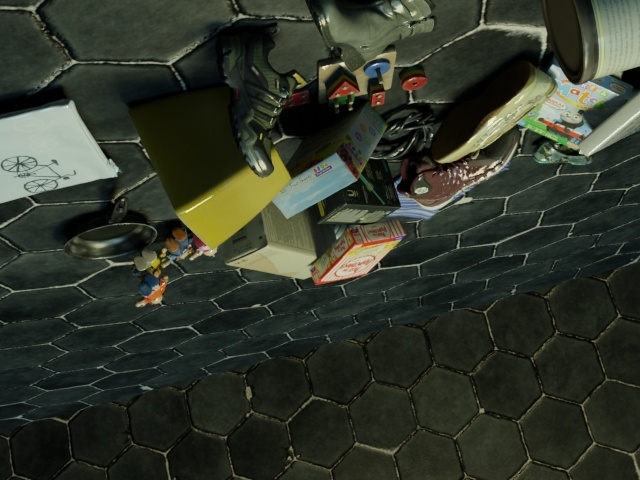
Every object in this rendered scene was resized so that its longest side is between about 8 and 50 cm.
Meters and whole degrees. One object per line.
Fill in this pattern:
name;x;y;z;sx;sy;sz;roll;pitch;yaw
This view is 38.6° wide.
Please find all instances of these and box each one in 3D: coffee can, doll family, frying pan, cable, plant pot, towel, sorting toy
coffee can;0.489;-0.364;1.352;0.276;0.201;0.201;-15;162;3
doll family;-0.341;0.034;2.068;0.263;0.118;0.163;-41;171;-12
frying pan;-0.454;-0.026;1.887;0.197;0.053;0.326;-16;162;0
cable;0.155;-0.213;1.822;0.151;0.047;0.184;-9;166;-1
plant pot;-0.171;-0.141;1.546;0.187;0.212;0.212;-28;161;1
towel;0.262;-0.123;2.173;0.243;0.040;0.336;-1;158;-34
sorting toy;0.056;-0.267;1.567;0.275;0.046;0.132;-12;162;-5

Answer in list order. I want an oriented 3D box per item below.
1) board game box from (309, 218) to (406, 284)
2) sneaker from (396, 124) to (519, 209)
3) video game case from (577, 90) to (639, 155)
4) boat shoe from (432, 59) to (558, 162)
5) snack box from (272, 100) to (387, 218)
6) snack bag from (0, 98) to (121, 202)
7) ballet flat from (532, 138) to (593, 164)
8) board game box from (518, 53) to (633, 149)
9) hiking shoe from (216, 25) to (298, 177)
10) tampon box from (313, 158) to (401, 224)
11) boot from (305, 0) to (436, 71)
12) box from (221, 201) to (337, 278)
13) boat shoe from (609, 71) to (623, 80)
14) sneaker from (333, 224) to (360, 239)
board game box;0.081;0.026;2.047;0.147;0.045;0.193;-10;157;-34
sneaker;0.273;-0.165;1.900;0.163;0.106;0.281;12;135;-47
video game case;0.674;-0.299;1.735;0.300;0.036;0.329;-24;164;-45
boat shoe;0.328;-0.230;1.757;0.089;0.104;0.285;19;144;-30
snack box;0.014;-0.149;1.668;0.175;0.070;0.207;-28;-161;34
snack bag;-0.533;-0.140;1.514;0.343;0.037;0.323;-13;163;-2
ballet flat;0.576;-0.211;2.119;0.189;0.070;0.070;-6;161;-35
board game box;0.480;-0.267;1.777;0.160;0.039;0.211;24;155;-3
hiking shoe;-0.083;-0.207;1.389;0.114;0.226;0.086;-14;-159;-8
tampon box;0.068;-0.105;1.939;0.161;0.120;0.101;2;155;-41
boot;0.077;-0.342;1.337;0.161;0.083;0.246;-26;165;13
box;-0.090;-0.009;2.072;0.121;0.147;0.311;-24;159;27
boat shoe;0.525;-0.355;1.631;0.078;0.070;0.219;27;178;16
sneaker;0.000;0.000;2.255;0.126;0.091;0.240;-3;160;-29
